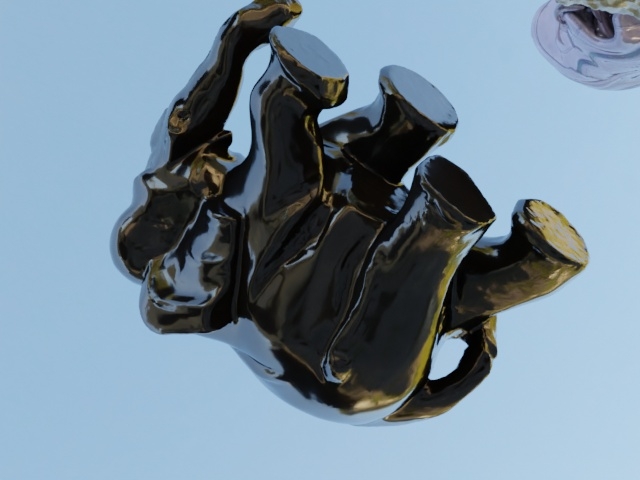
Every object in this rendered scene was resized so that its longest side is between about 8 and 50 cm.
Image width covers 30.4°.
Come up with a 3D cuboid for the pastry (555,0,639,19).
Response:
[{"bbox_3d":[0.223,-0.185,0.734,0.121,0.258,0.089,-62,-38,-22],"label":"pastry"}]

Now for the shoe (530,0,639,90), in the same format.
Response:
[{"bbox_3d":[0.244,-0.190,1.014,0.138,0.245,0.095,16,-90,-30],"label":"shoe"}]

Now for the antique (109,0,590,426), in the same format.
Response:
[{"bbox_3d":[0.000,0.000,0.889,0.255,0.322,0.185,-47,-4,30],"label":"antique"}]
